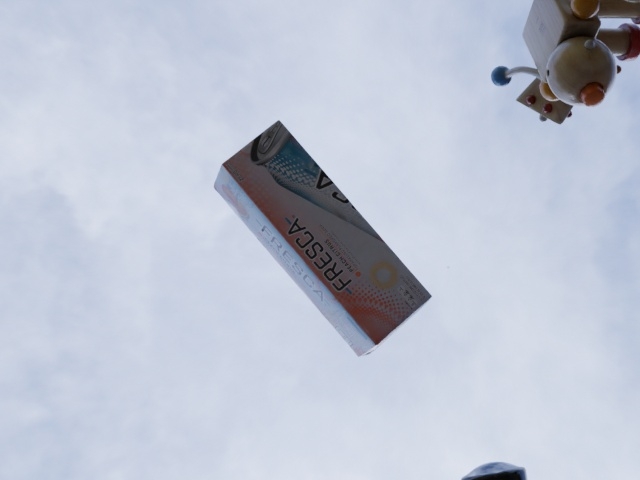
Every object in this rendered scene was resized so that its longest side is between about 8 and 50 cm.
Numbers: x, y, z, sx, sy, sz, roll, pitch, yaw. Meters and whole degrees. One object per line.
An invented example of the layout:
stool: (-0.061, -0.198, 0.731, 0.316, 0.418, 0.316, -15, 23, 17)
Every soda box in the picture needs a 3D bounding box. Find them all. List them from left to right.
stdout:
soda box: (0.000, 0.000, 0.969, 0.063, 0.058, 0.183, -40, -93, -19)

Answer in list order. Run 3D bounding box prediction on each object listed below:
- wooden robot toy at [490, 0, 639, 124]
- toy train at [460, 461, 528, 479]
wooden robot toy: (0.144, -0.105, 0.653, 0.076, 0.173, 0.079, 1, -132, -9)
toy train: (0.135, 0.331, 0.907, 0.142, 0.190, 0.334, -13, -101, 29)
